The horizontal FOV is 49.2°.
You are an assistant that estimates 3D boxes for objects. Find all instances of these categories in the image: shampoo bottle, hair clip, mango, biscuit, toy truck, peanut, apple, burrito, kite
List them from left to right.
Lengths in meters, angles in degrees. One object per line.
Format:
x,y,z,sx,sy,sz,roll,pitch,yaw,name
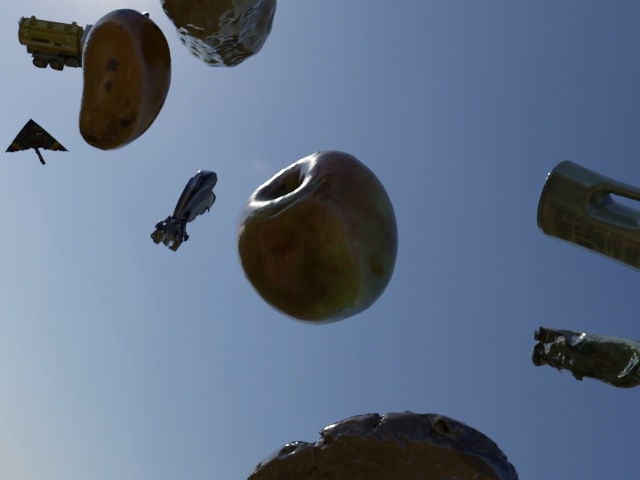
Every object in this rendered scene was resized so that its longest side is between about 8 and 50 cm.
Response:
-0.527,-0.181,1.291,0.122,0.004,0.090,-5,-65,4,kite
-0.633,-0.492,1.752,0.226,0.098,0.114,7,-35,-5,toy truck
-0.241,-0.199,0.863,0.115,0.178,0.090,-3,-16,18,mango
-0.192,-0.048,1.050,0.049,0.172,0.116,34,-48,-5,hair clip
-0.124,-0.306,0.862,0.147,0.147,0.305,52,-2,0,peanut
0.000,0.000,1.428,0.339,0.339,0.340,34,-35,28,apple
0.040,0.203,0.518,0.042,0.225,0.226,-106,-176,-53,biscuit
0.529,0.225,1.353,0.309,0.066,0.096,0,-89,62,burrito
0.419,-0.021,0.950,0.234,0.087,0.118,28,-56,40,shampoo bottle
